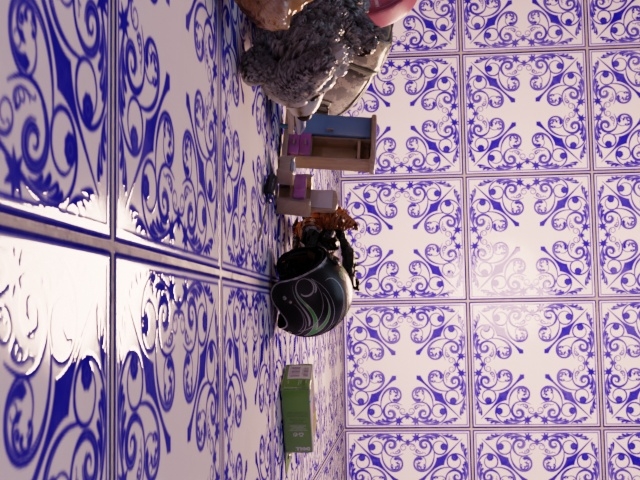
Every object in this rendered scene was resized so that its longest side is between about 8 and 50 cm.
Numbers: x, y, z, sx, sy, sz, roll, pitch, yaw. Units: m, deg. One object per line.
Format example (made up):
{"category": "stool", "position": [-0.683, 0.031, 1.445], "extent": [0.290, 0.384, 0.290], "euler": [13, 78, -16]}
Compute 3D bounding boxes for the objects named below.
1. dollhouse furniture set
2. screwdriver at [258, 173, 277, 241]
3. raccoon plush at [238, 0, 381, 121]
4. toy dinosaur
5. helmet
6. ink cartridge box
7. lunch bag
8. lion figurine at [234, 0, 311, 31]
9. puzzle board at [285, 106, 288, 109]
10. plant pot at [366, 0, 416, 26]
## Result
{"category": "dollhouse furniture set", "position": [0.018, -0.249, 1.917], "extent": [0.303, 0.198, 0.286], "euler": [91, 2, -54]}
{"category": "screwdriver", "position": [-0.097, -0.058, 1.755], "extent": [0.025, 0.024, 0.170], "euler": [45, 37, -39]}
{"category": "raccoon plush", "position": [-0.070, -0.427, 1.614], "extent": [0.446, 0.216, 0.299], "euler": [66, 20, -8]}
{"category": "toy dinosaur", "position": [0.000, 0.000, 2.059], "extent": [0.322, 0.164, 0.218], "euler": [84, 4, -81]}
{"category": "helmet", "position": [-0.020, 0.109, 1.892], "extent": [0.169, 0.169, 0.161], "euler": [-82, 152, -61]}
{"category": "ink cartridge box", "position": [-0.043, 0.376, 2.017], "extent": [0.109, 0.062, 0.209], "euler": [-80, 168, -69]}
{"category": "lunch bag", "position": [0.046, -0.469, 2.418], "extent": [0.305, 0.212, 0.256], "euler": [-84, -165, -59]}
{"category": "lion figurine", "position": [-0.108, -0.443, 1.282], "extent": [0.392, 0.142, 0.240], "euler": [17, 79, -70]}
{"category": "puzzle board", "position": [-0.028, -0.355, 2.137], "extent": [0.011, 0.128, 0.096], "euler": [38, 39, -32]}
{"category": "plant pot", "position": [0.098, -0.574, 2.003], "extent": [0.180, 0.201, 0.201], "euler": [62, 26, -61]}
